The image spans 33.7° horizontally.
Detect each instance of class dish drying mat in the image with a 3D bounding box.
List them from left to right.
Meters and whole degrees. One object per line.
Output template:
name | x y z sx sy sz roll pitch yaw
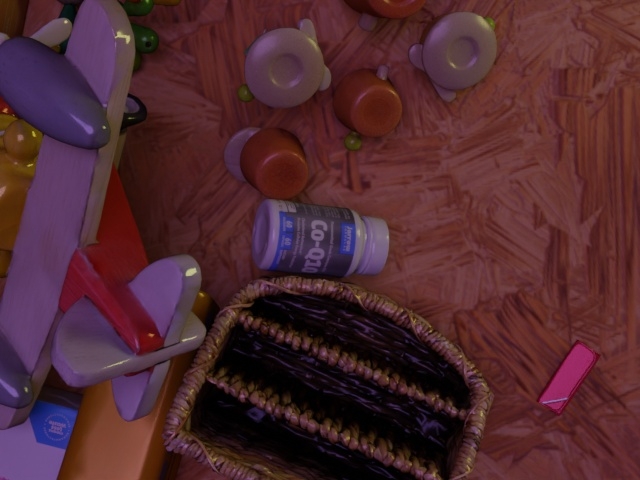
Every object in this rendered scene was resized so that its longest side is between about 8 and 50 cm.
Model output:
dish drying mat | 0.277 0.154 1.183 0.032 0.008 0.083 34 94 5

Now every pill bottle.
pill bottle | 0.000 0.000 1.152 0.137 0.078 0.078 6 92 -19

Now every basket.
basket | 0.023 0.158 1.099 0.299 0.223 0.214 24 93 5

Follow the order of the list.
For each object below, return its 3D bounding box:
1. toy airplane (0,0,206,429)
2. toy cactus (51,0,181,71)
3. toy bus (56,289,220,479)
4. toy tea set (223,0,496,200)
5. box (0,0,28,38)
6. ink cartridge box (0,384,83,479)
toy airplane | -0.272 -0.003 1.003 0.272 0.384 0.386 4 84 -31
toy cactus | -0.259 -0.264 1.187 0.180 0.112 0.219 40 104 13
toy bus | -0.205 0.213 1.150 0.108 0.130 0.333 14 77 5
toy tea set | 0.018 -0.196 1.169 0.336 0.124 0.200 -35 117 1
box | -0.452 -0.194 1.074 0.168 0.345 0.215 11 92 5
ink cartridge box | -0.344 0.283 1.205 0.134 0.078 0.231 13 92 5
